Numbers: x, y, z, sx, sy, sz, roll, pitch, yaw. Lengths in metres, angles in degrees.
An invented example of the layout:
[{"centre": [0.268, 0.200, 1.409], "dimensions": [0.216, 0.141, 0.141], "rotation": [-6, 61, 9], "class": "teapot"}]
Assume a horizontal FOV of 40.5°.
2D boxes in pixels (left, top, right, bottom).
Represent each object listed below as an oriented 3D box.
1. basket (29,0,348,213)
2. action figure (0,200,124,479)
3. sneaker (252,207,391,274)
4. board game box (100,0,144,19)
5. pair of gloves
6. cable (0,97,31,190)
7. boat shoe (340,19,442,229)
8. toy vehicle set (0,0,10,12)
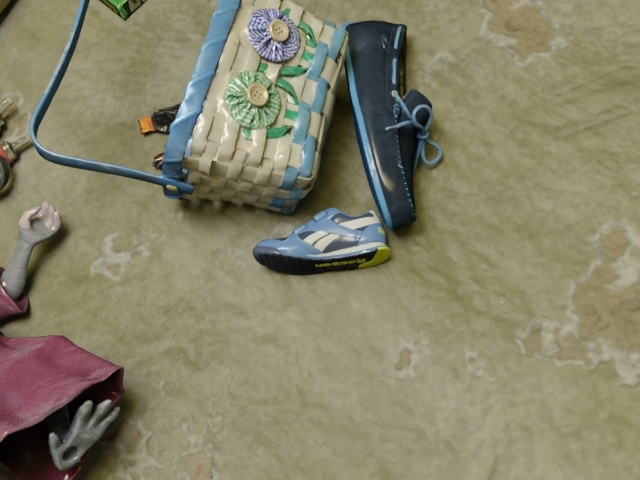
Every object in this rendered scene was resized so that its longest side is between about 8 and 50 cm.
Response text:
[{"centre": [-0.127, -0.168, 0.910], "dimensions": [0.289, 0.201, 0.255], "rotation": [14, 72, -3], "class": "basket"}, {"centre": [-0.363, 0.125, 0.893], "dimensions": [0.370, 0.248, 0.276], "rotation": [36, 121, 32], "class": "action figure"}, {"centre": [0.000, 0.000, 0.916], "dimensions": [0.144, 0.053, 0.059], "rotation": [-5, 69, -1], "class": "sneaker"}, {"centre": [-0.208, -0.412, 1.124], "dimensions": [0.136, 0.030, 0.260], "rotation": [41, 80, 19], "class": "board game box"}, {"centre": [-0.169, -0.122, 1.012], "dimensions": [0.074, 0.010, 0.083], "rotation": [-22, 66, -5], "class": "pair of gloves"}, {"centre": [-0.472, -0.062, 1.032], "dimensions": [0.287, 0.072, 0.139], "rotation": [-39, 85, 6], "class": "cable"}, {"centre": [0.079, -0.139, 0.928], "dimensions": [0.089, 0.109, 0.258], "rotation": [-10, 70, 2], "class": "boat shoe"}, {"centre": [-0.438, -0.405, 1.124], "dimensions": [0.166, 0.035, 0.267], "rotation": [27, 71, 4], "class": "toy vehicle set"}]
